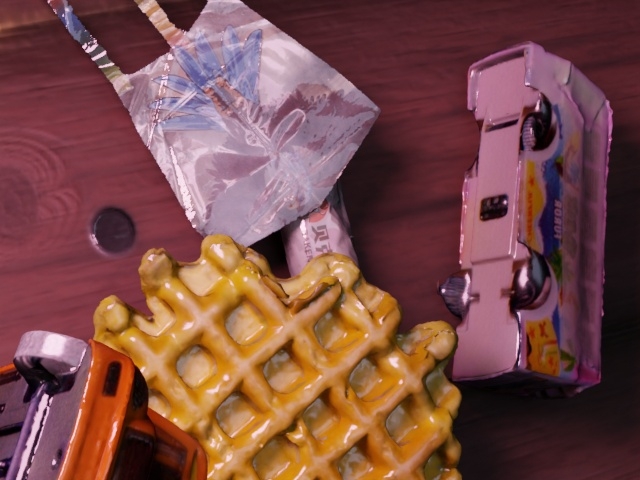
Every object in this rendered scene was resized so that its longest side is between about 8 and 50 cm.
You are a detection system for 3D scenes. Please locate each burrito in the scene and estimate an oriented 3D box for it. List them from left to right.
[{"bbox_3d":[0.000,0.000,1.349,0.064,0.064,0.203,-11,82,-32],"label":"burrito"}]

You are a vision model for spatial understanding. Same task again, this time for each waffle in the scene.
[{"bbox_3d":[-0.038,0.152,1.261,0.312,0.060,0.307,19,82,-19],"label":"waffle"}]

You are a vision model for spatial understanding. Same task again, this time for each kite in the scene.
[{"bbox_3d":[-0.110,-0.134,1.308,0.310,0.015,0.169,42,73,-4],"label":"kite"}]

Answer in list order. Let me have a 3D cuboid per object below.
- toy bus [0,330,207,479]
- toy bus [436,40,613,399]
[{"bbox_3d":[-0.176,0.156,1.050,0.153,0.329,0.143,27,65,-25],"label":"toy bus"},{"bbox_3d":[0.167,-0.014,1.432,0.112,0.090,0.274,17,70,-33],"label":"toy bus"}]
